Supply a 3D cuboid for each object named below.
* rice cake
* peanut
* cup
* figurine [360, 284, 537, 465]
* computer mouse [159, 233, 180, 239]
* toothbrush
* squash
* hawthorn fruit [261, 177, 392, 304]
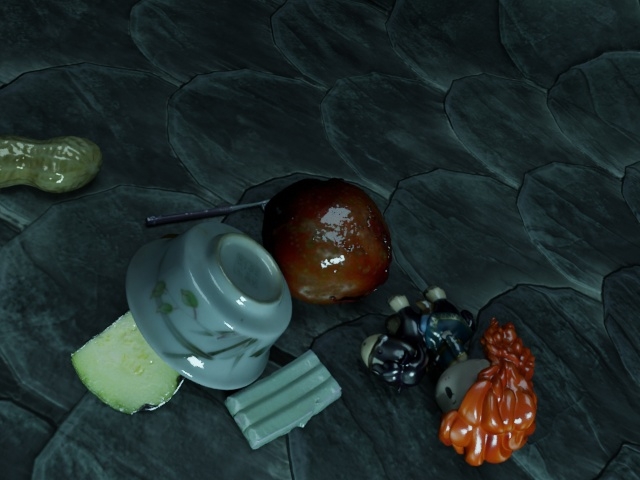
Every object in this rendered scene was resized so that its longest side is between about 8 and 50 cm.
[{"bbox_3d":[-0.070,0.315,1.400,0.237,0.043,0.127,-22,59,-36],"label":"rice cake"},{"bbox_3d":[-0.640,-0.168,1.567,0.299,0.120,0.136,-2,45,-21],"label":"peanut"},{"bbox_3d":[-0.185,0.097,1.361,0.347,0.163,0.347,35,32,-26],"label":"cup"},{"bbox_3d":[0.279,0.265,1.487,0.412,0.241,0.306,35,35,26],"label":"figurine"},{"bbox_3d":[-0.297,0.096,1.496,0.158,0.071,0.310,19,43,-8],"label":"computer mouse"},{"bbox_3d":[-0.249,-0.066,1.702,0.354,0.024,0.029,-10,62,-31],"label":"toothbrush"},{"bbox_3d":[-0.349,0.232,1.343,0.192,0.085,0.184,-37,97,-12],"label":"squash"},{"bbox_3d":[0.013,-0.006,1.574,0.316,0.316,0.315,12,45,-12],"label":"hawthorn fruit"}]
